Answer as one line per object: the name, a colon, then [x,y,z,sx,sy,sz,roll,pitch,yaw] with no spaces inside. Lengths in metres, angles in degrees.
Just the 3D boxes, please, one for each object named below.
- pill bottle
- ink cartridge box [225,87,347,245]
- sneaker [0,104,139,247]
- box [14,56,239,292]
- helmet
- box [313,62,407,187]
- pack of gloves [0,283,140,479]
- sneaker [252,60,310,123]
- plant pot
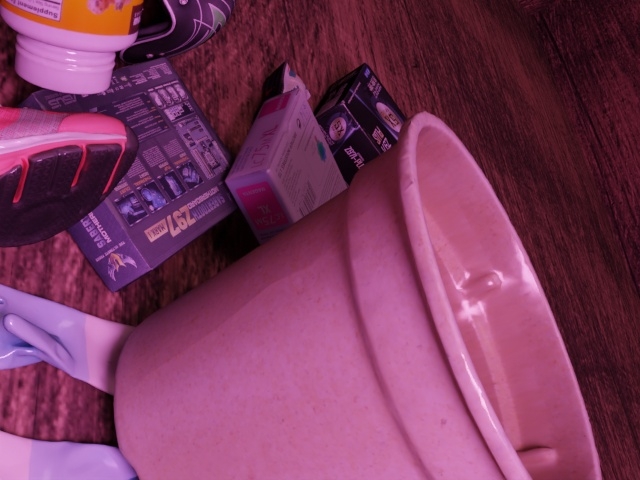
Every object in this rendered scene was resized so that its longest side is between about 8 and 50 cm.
pill bottle: [-0.203,-0.239,0.681,0.117,0.215,0.117,14,26,-7]
ink cartridge box: [0.000,0.000,0.963,0.311,0.065,0.186,61,26,-29]
sneaker: [-0.268,-0.067,0.553,0.313,0.116,0.136,-18,69,-45]
box: [-0.177,-0.076,0.802,0.183,0.059,0.233,56,28,-7]
helmet: [-0.170,-0.287,0.895,0.169,0.161,0.169,38,36,-34]
box: [0.067,-0.170,1.253,0.147,0.077,0.180,52,30,-16]
pack of gloves: [-0.190,0.126,0.617,0.232,0.046,0.195,27,43,-45]
sneaker: [-0.042,-0.179,1.109,0.075,0.057,0.161,38,32,-25]
plant pot: [0.018,0.114,0.660,0.334,0.305,0.334,48,27,-36]
